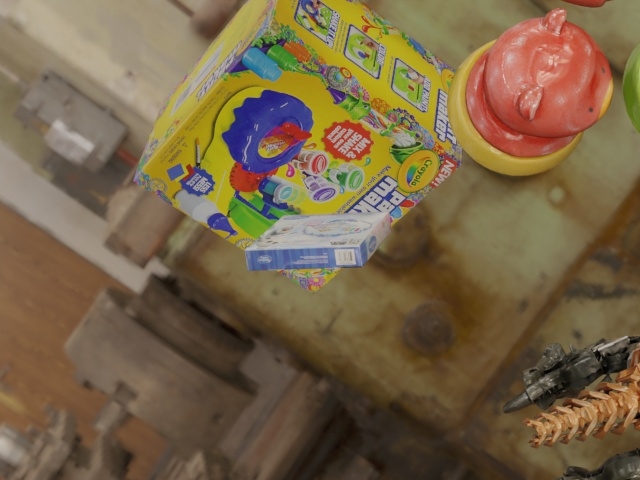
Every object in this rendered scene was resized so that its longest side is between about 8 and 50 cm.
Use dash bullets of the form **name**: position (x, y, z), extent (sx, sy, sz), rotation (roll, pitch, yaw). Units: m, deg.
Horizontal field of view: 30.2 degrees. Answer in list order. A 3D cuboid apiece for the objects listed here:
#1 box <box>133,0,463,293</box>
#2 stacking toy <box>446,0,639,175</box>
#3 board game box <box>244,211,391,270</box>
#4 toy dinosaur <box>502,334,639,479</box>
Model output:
- **box**: position (-0.021, -0.135, 1.440), extent (0.290, 0.279, 0.177), rotation (-43, 24, 37)
- **stacking toy**: position (0.259, -0.207, 0.965), extent (0.130, 0.279, 0.309), rotation (102, 175, -80)
- **board game box**: position (0.000, 0.000, 0.906), extent (0.090, 0.020, 0.090), rotation (-2, 18, 19)
- **toy dinosaur**: position (0.277, 0.121, 0.979), extent (0.218, 0.321, 0.164), rotation (-35, 47, 44)
